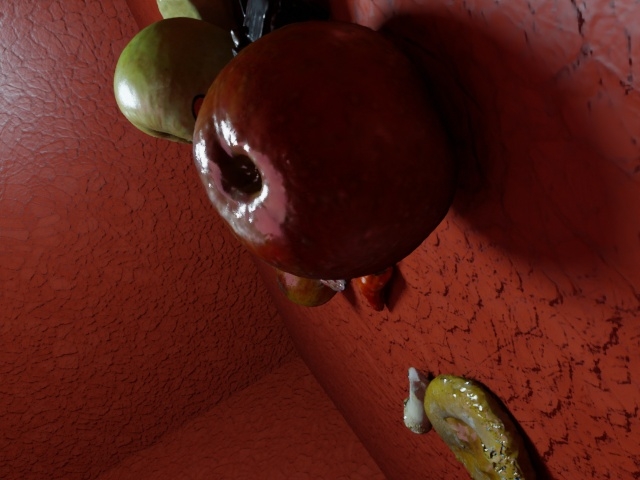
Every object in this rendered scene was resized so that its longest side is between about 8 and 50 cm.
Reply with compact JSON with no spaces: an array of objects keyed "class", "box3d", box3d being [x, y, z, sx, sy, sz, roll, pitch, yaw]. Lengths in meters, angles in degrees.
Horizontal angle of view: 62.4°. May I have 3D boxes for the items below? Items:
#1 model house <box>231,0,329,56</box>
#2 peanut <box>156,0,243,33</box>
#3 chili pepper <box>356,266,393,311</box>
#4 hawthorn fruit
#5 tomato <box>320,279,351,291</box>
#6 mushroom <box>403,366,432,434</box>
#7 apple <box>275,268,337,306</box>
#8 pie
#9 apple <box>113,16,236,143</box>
[{"class":"model house","box3d":[-0.074,-0.284,0.723,0.164,0.141,0.203,58,175,-38]},{"class":"peanut","box3d":[-0.216,-0.414,0.995,0.147,0.147,0.319,56,176,23]},{"class":"chili pepper","box3d":[0.101,0.076,1.002,0.272,0.063,0.071,81,169,-64]},{"class":"hawthorn fruit","box3d":[0.010,-0.095,0.568,0.284,0.284,0.284,56,166,21]},{"class":"tomato","box3d":[0.003,0.000,1.119,0.225,0.085,0.225,46,162,20]},{"class":"mushroom","box3d":[0.210,0.337,1.125,0.209,0.071,0.084,80,-170,-47]},{"class":"apple","box3d":[-0.033,0.071,1.345,0.195,0.160,0.173,47,141,28]},{"class":"pie","box3d":[0.272,0.343,0.892,0.273,0.069,0.273,51,164,21]},{"class":"apple","box3d":[-0.210,-0.257,0.894,0.261,0.261,0.194,-161,88,-72]}]
